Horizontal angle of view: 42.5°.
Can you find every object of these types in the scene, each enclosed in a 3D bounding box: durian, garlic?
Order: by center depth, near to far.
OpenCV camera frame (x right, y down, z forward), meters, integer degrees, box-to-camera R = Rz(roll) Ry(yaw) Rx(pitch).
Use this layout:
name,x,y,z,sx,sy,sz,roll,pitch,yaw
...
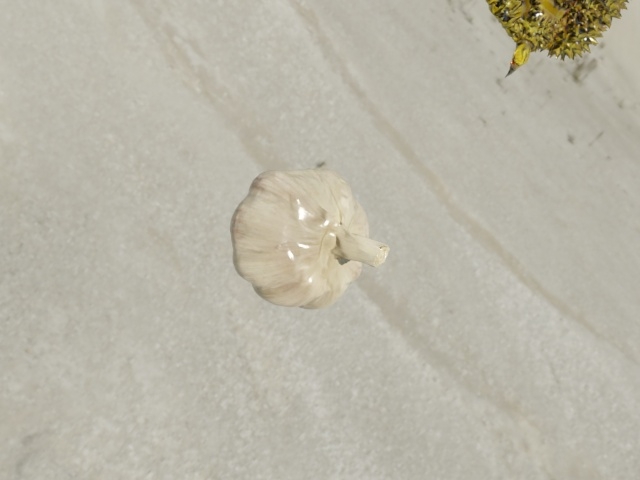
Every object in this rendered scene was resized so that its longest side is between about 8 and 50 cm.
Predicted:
name,x,y,z,sx,sy,sz,roll,pitch,yaw
durian,0.301,-0.319,1.028,0.193,0.138,0.237,32,64,-26
garlic,0.000,0.000,1.119,0.218,0.219,0.212,22,-6,-39
